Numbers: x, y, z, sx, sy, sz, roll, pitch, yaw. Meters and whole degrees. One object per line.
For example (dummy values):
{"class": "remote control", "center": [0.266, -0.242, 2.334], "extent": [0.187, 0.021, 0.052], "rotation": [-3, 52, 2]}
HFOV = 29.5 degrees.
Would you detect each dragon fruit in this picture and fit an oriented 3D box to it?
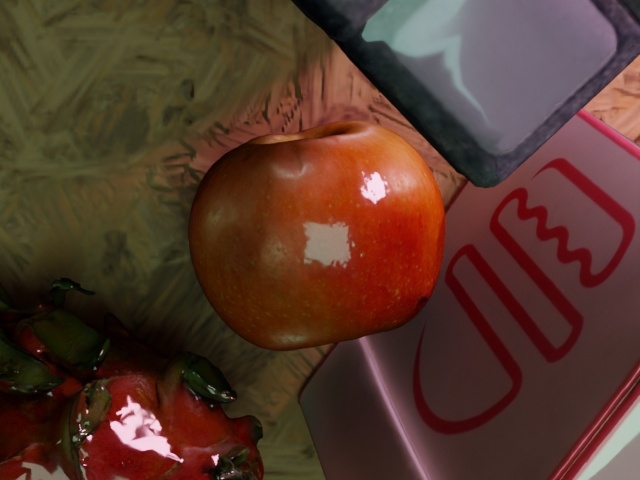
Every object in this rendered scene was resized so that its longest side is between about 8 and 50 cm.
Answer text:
{"class": "dragon fruit", "center": [-0.155, 0.110, 0.768], "extent": [0.200, 0.198, 0.269], "rotation": [-19, 108, 20]}

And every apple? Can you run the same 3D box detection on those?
{"class": "apple", "center": [0.000, 0.000, 0.759], "extent": [0.163, 0.163, 0.139], "rotation": [-9, 103, -7]}

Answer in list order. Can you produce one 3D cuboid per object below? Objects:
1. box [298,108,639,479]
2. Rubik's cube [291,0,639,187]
{"class": "box", "center": [0.210, 0.130, 0.771], "extent": [0.314, 0.312, 0.300], "rotation": [31, 103, -20]}
{"class": "Rubik's cube", "center": [0.057, -0.261, 0.580], "extent": [0.305, 0.301, 0.303], "rotation": [-45, 113, 8]}
